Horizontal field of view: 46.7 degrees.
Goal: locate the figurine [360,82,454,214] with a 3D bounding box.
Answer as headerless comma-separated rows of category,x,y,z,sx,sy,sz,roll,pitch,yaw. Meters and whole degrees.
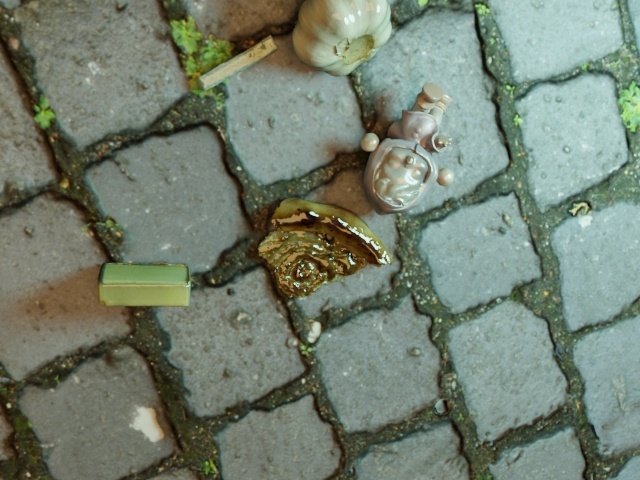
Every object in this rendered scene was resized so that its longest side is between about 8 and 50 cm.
figurine,0.177,-0.175,1.475,0.200,0.133,0.276,25,93,-5

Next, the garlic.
garlic,0.011,-0.432,1.382,0.199,0.199,0.226,-32,75,-3

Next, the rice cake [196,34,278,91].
rice cake,-0.158,-0.338,1.413,0.171,0.029,0.033,-30,105,-3

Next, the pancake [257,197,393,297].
pancake,0.000,0.000,1.517,0.257,0.056,0.212,-22,107,-6

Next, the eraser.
eraser,-0.340,0.085,1.436,0.172,0.117,0.058,1,108,-12
